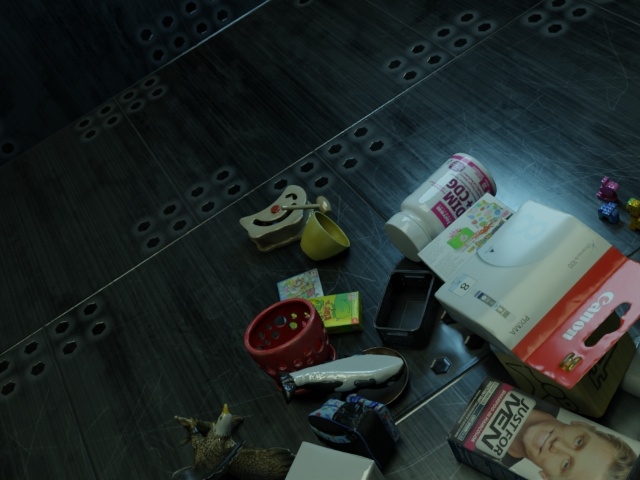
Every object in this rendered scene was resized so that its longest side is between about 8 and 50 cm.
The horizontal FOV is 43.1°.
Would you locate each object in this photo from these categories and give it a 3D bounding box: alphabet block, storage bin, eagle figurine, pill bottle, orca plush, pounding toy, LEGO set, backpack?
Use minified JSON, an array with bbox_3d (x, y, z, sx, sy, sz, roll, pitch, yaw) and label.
[{"bbox_3d":[0.504,0.220,1.680,0.192,0.197,0.193,8,54,51],"label":"alphabet block"},{"bbox_3d":[0.216,0.169,1.984,0.122,0.084,0.180,2,51,27],"label":"storage bin"},{"bbox_3d":[-0.210,0.476,1.797,0.226,0.225,0.298,-34,35,-22],"label":"eagle figurine"},{"bbox_3d":[0.312,-0.084,2.120,0.283,0.160,0.160,-42,45,-15],"label":"pill bottle"},{"bbox_3d":[0.053,0.337,1.842,0.287,0.102,0.151,-12,22,-25],"label":"orca plush"},{"bbox_3d":[-0.109,-0.093,2.336,0.270,0.155,0.154,-21,48,7],"label":"pounding toy"},{"bbox_3d":[0.751,-0.084,1.952,0.227,0.093,0.087,27,65,41],"label":"LEGO set"},{"bbox_3d":[0.066,0.412,1.782,0.173,0.158,0.117,8,48,43],"label":"backpack"}]

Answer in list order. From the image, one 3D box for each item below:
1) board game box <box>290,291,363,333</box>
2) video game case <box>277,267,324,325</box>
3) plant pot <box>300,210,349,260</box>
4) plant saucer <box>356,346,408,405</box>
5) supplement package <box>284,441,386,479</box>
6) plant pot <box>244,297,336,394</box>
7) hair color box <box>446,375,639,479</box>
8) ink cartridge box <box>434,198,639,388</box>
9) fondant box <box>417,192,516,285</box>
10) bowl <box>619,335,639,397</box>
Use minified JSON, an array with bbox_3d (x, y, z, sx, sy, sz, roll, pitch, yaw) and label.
[{"bbox_3d":[0.016,0.192,2.073,0.181,0.043,0.092,-9,57,15],"label":"board game box"},{"bbox_3d":[-0.049,0.156,2.175,0.119,0.015,0.166,-21,44,6],"label":"video game case"},{"bbox_3d":[0.000,0.000,2.231,0.095,0.134,0.134,-45,41,15],"label":"plant pot"},{"bbox_3d":[0.129,0.330,1.914,0.168,0.029,0.168,-13,45,13],"label":"plant saucer"},{"bbox_3d":[0.006,0.588,1.622,0.175,0.177,0.293,6,53,31],"label":"supplement package"},{"bbox_3d":[-0.061,0.260,1.949,0.191,0.174,0.191,-24,29,14],"label":"plant pot"},{"bbox_3d":[0.447,0.422,1.617,0.347,0.105,0.174,20,61,37],"label":"hair color box"},{"bbox_3d":[0.453,0.091,1.624,0.308,0.091,0.385,-44,29,-8],"label":"ink cartridge box"},{"bbox_3d":[0.407,0.050,1.913,0.238,0.096,0.330,-42,33,2],"label":"fondant box"},{"bbox_3d":[0.699,0.262,1.683,0.142,0.053,0.142,13,58,36],"label":"bowl"}]
